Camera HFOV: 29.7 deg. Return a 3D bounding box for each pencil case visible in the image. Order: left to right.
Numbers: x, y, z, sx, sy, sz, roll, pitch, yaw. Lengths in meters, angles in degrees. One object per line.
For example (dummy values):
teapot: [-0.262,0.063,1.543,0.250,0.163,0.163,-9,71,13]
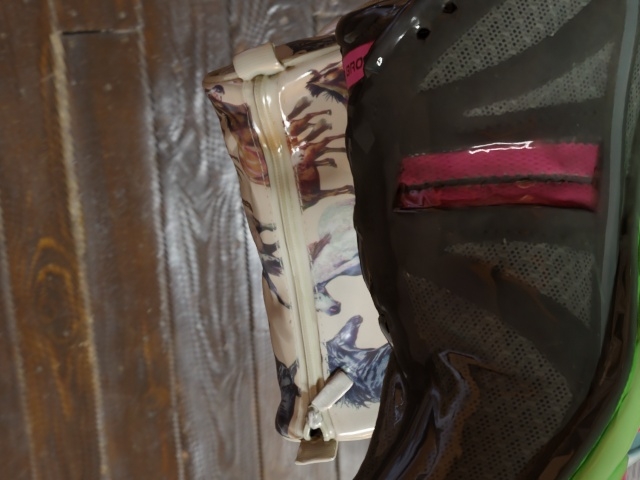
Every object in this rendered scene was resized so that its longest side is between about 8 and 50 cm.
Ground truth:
pencil case: [0.000,0.000,1.158,0.160,0.183,0.410,-7,108,12]

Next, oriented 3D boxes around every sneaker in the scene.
sneaker: [0.084,-0.025,0.607,0.202,0.185,0.483,22,77,0]

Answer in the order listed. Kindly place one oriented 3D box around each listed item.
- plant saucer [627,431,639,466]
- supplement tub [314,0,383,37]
plant saucer: [0.430,0.184,1.733,0.044,0.317,0.317,2,110,48]
supplement tub: [0.065,-0.212,1.469,0.144,0.199,0.144,7,112,18]
